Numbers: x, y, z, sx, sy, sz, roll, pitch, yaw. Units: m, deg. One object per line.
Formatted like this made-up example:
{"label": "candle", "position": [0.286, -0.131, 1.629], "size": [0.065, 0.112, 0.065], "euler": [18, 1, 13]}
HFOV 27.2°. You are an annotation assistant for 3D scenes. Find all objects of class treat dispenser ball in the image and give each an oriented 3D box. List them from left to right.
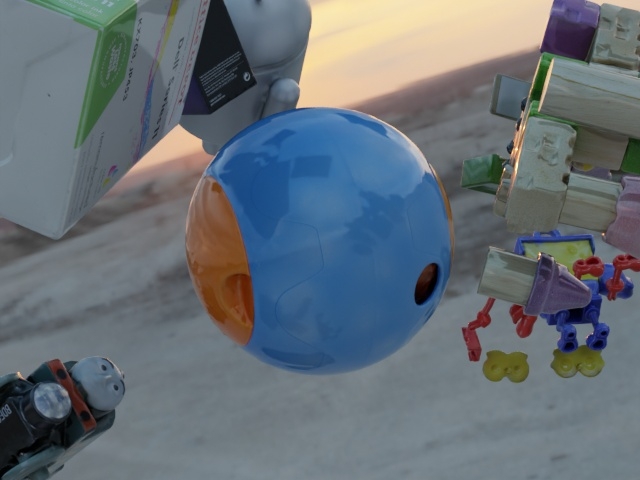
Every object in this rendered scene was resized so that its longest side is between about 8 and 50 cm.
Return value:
{"label": "treat dispenser ball", "position": [0.000, 0.000, 1.414], "size": [0.288, 0.288, 0.288], "euler": [-16, 5, 1]}

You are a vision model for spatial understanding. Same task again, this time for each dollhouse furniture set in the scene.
{"label": "dollhouse furniture set", "position": [0.338, -0.163, 1.797], "size": [0.151, 0.197, 0.301], "euler": [13, -7, -20]}

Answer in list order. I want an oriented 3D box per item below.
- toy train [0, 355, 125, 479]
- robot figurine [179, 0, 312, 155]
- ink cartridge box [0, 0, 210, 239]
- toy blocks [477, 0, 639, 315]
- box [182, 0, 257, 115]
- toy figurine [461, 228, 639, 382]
{"label": "toy train", "position": [-0.368, 0.243, 1.597], "size": [0.334, 0.142, 0.190], "euler": [-40, -11, 39]}
{"label": "robot figurine", "position": [-0.122, -0.277, 1.916], "size": [0.200, 0.300, 0.353], "euler": [-25, -26, -25]}
{"label": "ink cartridge box", "position": [-0.195, -0.176, 1.208], "size": [0.119, 0.207, 0.353], "euler": [22, 30, 6]}
{"label": "toy blocks", "position": [0.294, -0.075, 1.082], "size": [0.260, 0.309, 0.288], "euler": [15, 48, 4]}
{"label": "box", "position": [-0.233, -0.268, 1.773], "size": [0.261, 0.184, 0.103], "euler": [4, 32, 46]}
{"label": "toy figurine", "position": [0.347, 0.034, 1.714], "size": [0.363, 0.191, 0.217], "euler": [-4, 39, -7]}
